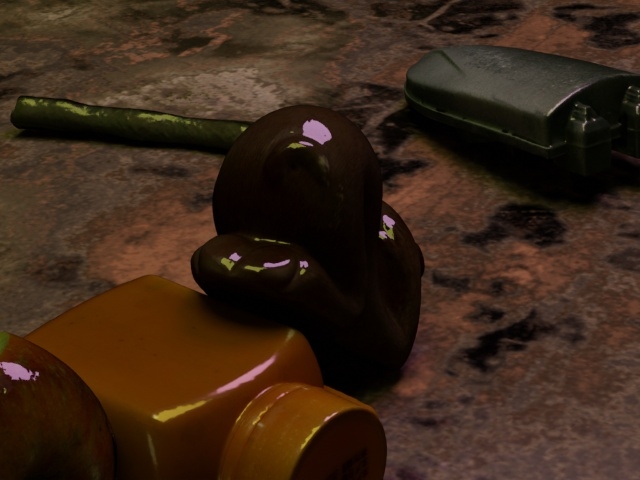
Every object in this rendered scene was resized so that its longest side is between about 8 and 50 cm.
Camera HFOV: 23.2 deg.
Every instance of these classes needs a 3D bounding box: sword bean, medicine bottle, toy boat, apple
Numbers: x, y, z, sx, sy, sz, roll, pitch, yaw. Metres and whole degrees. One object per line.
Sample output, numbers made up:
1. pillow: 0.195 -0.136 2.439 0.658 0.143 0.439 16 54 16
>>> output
1. sword bean: -0.173 -0.112 1.516 0.269 0.038 0.043 8 23 16
2. medicine bottle: -0.076 0.117 0.980 0.222 0.112 0.149 19 33 35
3. toy boat: 0.182 -0.132 1.482 0.141 0.092 0.319 -18 24 -27
4. apple: -0.205 0.136 0.896 0.147 0.163 0.146 17 32 41

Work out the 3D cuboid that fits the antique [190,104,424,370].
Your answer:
1. antique: 0.000 0.000 1.094 0.121 0.257 0.143 10 74 25
